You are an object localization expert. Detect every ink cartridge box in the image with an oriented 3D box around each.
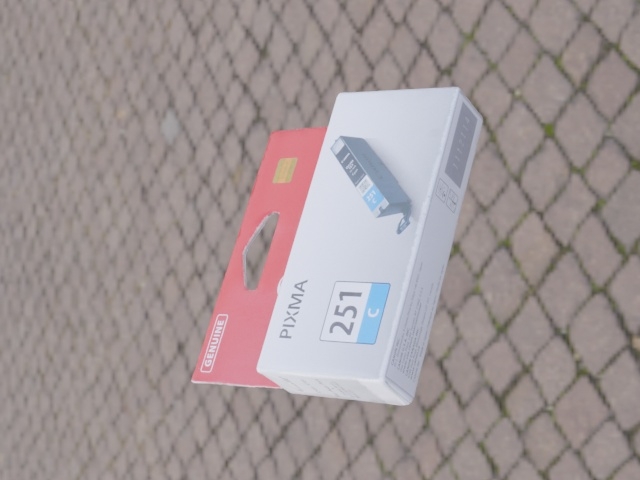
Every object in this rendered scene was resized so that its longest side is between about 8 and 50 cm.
[{"bbox_3d":[0.000,0.000,1.245,0.261,0.066,0.296,0,64,35],"label":"ink cartridge box"}]
